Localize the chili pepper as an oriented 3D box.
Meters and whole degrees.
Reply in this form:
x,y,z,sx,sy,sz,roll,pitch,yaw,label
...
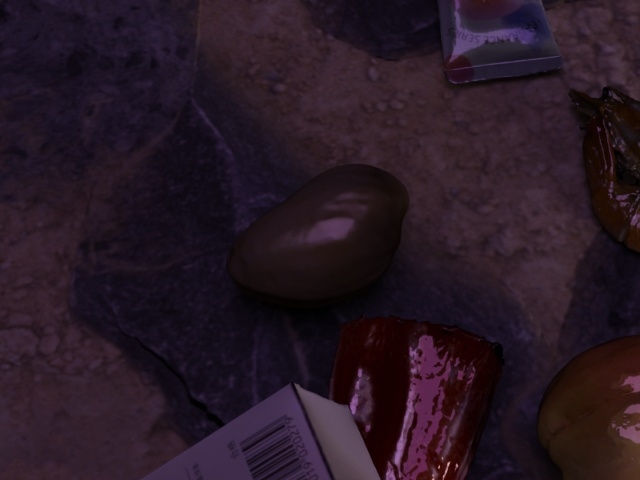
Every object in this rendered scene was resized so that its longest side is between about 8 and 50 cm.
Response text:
x,y,z,sx,sy,sz,roll,pitch,yaw,label
0.059,0.193,1.415,0.144,0.136,0.253,24,69,-15,chili pepper

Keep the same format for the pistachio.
x,y,z,sx,sy,sz,roll,pitch,yaw,label
0.000,0.000,1.515,0.185,0.124,0.124,-17,61,-3,pistachio

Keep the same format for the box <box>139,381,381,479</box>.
x,y,z,sx,sy,sz,roll,pitch,yaw,label
-0.029,0.278,1.320,0.194,0.111,0.260,-33,62,17,box

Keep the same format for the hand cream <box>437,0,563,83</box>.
x,y,z,sx,sy,sz,roll,pitch,yaw,label
0.168,-0.322,1.732,0.124,0.078,0.341,-7,64,-3,hand cream

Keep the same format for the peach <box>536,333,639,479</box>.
x,y,z,sx,sy,sz,roll,pitch,yaw,label
0.279,0.166,1.381,0.184,0.184,0.184,-1,60,2,peach

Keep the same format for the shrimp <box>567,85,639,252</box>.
x,y,z,sx,sy,sz,roll,pitch,yaw,label
0.306,-0.072,1.588,0.115,0.051,0.217,-29,65,-11,shrimp
